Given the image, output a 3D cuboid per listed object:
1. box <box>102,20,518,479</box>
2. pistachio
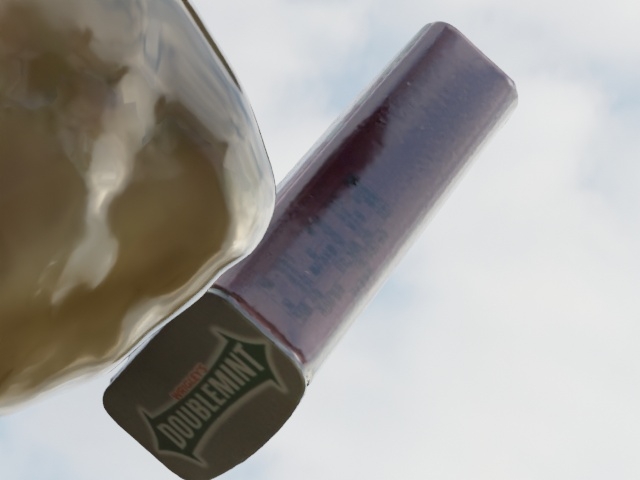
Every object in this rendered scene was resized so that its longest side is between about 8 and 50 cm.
[{"bbox_3d":[0.000,0.000,0.858,0.069,0.224,0.120,41,-44,-3],"label":"box"},{"bbox_3d":[-0.153,-0.044,0.454,0.293,0.181,0.162,14,-80,1],"label":"pistachio"}]
